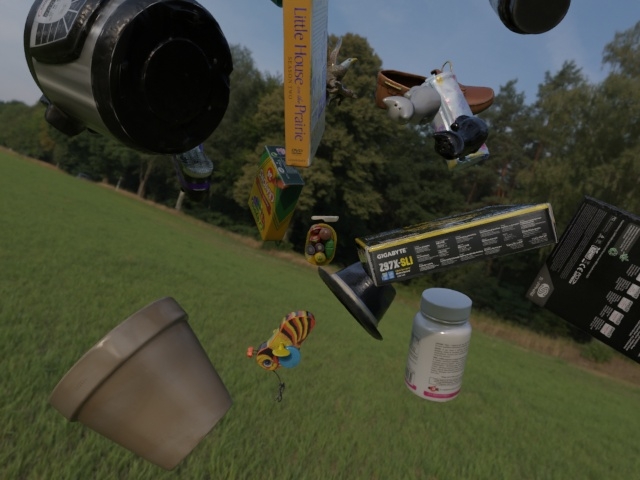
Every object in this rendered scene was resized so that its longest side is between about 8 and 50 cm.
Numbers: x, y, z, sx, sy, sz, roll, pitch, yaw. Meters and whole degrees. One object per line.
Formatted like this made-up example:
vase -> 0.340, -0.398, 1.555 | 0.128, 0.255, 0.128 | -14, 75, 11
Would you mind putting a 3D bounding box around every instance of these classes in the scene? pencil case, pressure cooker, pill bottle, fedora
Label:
pencil case -> 0.369, -0.330, 1.257 | 0.124, 0.273, 0.113 | -12, -10, -43
pressure cooker -> -0.473, -0.422, 1.078 | 0.420, 0.375, 0.370 | 28, 39, 28
pill bottle -> 0.333, 0.289, 1.259 | 0.160, 0.283, 0.160 | 5, 17, -1
pill bottle -> 0.394, -0.465, 0.848 | 0.123, 0.123, 0.219 | 18, 38, -3
fedora -> 0.135, 0.158, 1.409 | 0.334, 0.152, 0.334 | 48, -5, 6

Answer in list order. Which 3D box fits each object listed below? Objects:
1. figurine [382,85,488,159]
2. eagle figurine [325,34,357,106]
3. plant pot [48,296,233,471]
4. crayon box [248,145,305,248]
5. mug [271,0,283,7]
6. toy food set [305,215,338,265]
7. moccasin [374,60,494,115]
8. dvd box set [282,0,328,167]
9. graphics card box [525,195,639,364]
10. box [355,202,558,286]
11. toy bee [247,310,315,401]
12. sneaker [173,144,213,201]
figurine -> 0.248, -0.258, 0.986 | 0.215, 0.092, 0.209 | 39, 34, 14
eagle figurine -> 0.043, -0.707, 1.838 | 0.225, 0.298, 0.226 | -22, -15, -18
plant pot -> -0.357, 0.332, 0.989 | 0.280, 0.323, 0.323 | 44, -1, 4
crayon box -> -0.167, -0.141, 1.558 | 0.081, 0.318, 0.202 | -5, 50, -29
mug -> -0.119, -0.798, 1.370 | 0.097, 0.129, 0.158 | 43, 24, 4
toy food set -> 0.000, 0.000, 1.852 | 0.128, 0.218, 0.071 | 8, 3, 7
moccasin -> 0.368, -0.489, 1.444 | 0.380, 0.139, 0.147 | 12, -39, 8
dvd box set -> -0.028, -0.414, 1.005 | 0.062, 0.420, 0.307 | 4, 31, 5
graphics card box -> 0.595, 0.101, 0.790 | 0.371, 0.233, 0.094 | 34, 22, 34
box -> 0.239, 0.001, 0.877 | 0.322, 0.079, 0.257 | -14, 2, 2
toy bee -> -0.140, 0.346, 1.406 | 0.162, 0.298, 0.195 | 23, -13, -10
sneaker -> -0.393, -0.217, 1.331 | 0.102, 0.146, 0.293 | -5, 40, -23
